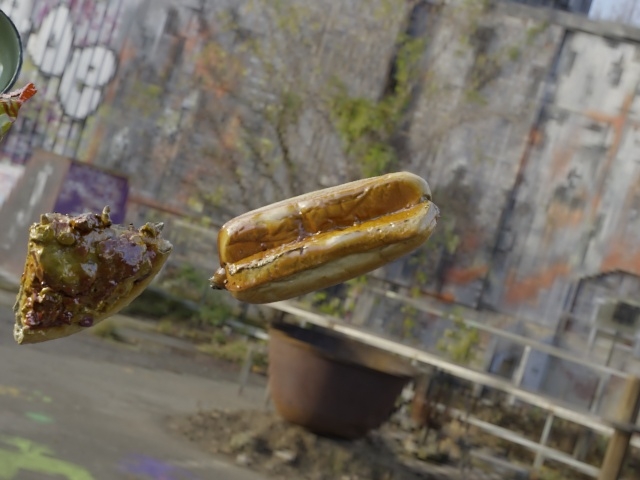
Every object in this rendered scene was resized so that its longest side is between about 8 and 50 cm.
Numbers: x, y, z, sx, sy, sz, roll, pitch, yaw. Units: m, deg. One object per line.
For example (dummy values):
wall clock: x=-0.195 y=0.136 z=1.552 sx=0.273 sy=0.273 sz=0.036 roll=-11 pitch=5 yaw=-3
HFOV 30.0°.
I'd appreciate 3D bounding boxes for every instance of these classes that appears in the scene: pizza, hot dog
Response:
pizza: x=-0.367 y=0.045 z=1.811 sx=0.081 sy=0.290 sz=0.228 roll=56 pitch=-6 yaw=49
hot dog: x=0.000 y=0.000 z=1.209 sx=0.249 sy=0.102 sz=0.076 roll=-18 pitch=-19 yaw=12

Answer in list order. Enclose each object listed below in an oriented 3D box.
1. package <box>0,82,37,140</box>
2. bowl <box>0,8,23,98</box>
package: x=-0.449 y=-0.071 z=1.256 sx=0.223 sy=0.288 sz=0.108 roll=7 pitch=-33 yaw=37
bowl: x=-0.630 y=-0.318 z=2.114 sx=0.211 sy=0.211 sz=0.112 roll=17 pitch=-12 yaw=-7
